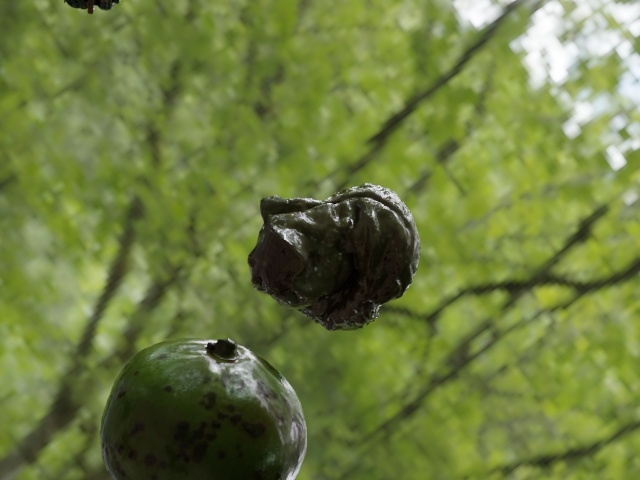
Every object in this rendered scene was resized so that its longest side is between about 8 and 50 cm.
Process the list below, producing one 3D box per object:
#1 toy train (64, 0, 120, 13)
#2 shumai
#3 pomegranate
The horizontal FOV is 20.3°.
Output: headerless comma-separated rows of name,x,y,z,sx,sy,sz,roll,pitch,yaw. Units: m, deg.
toy train,-0.261,-0.303,2.069,0.064,0.044,0.103,11,-33,-3
shumai,0.002,-0.003,2.085,0.185,0.184,0.218,30,11,-17
pomegranate,-0.123,0.213,1.773,0.211,0.211,0.263,41,-58,42
